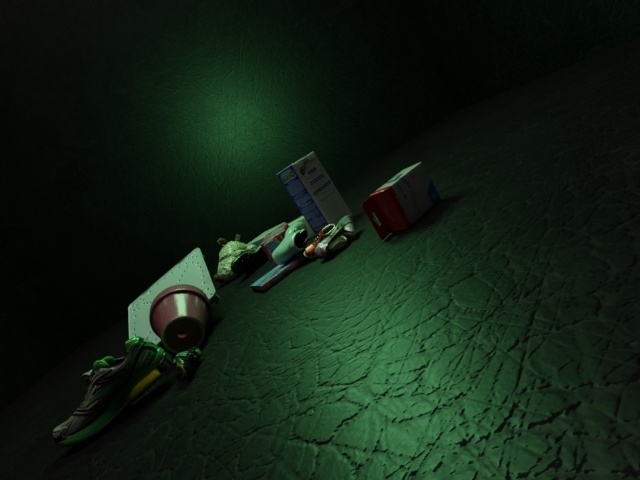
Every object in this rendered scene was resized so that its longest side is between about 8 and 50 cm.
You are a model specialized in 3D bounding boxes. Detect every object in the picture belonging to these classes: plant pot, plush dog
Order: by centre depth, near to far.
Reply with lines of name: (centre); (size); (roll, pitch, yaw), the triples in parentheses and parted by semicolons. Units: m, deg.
plant pot: (-0.451, 0.267, 1.315); (0.201, 0.201, 0.180); (-33, 26, -10)
plush dog: (-0.472, 0.115, 2.144); (0.262, 0.210, 0.225); (-30, 36, 18)

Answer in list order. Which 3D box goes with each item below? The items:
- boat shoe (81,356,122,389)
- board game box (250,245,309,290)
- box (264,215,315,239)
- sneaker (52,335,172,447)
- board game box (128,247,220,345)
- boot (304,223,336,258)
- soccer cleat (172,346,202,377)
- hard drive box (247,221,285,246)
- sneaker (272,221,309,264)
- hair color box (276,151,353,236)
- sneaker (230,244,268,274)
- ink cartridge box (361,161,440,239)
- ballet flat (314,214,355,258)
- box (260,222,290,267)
boat shoe: (-0.637, 0.434, 1.270); (0.302, 0.113, 0.103); (-12, 18, 34)
board game box: (-0.134, 0.103, 1.560); (0.281, 0.027, 0.145); (-36, 10, -25)
box: (-0.135, -0.032, 1.978); (0.275, 0.113, 0.094); (-25, 11, 27)
sneaker: (-0.571, 0.395, 1.076); (0.343, 0.146, 0.134); (-44, 11, -9)
board game box: (-0.584, 0.248, 1.584); (0.390, 0.050, 0.390); (-41, 36, -3)
boot: (0.000, 0.000, 1.462); (0.157, 0.085, 0.059); (-35, 52, -6)
soccer cleat: (-0.357, 0.322, 1.090); (0.072, 0.060, 0.179); (-34, 7, -21)
hard drive box: (-0.313, -0.004, 2.425); (0.232, 0.089, 0.181); (-22, 14, 46)
sneaker: (-0.078, -0.012, 1.594); (0.151, 0.094, 0.256); (-32, 17, 36)
hair color box: (-0.019, -0.193, 1.742); (0.110, 0.339, 0.185); (-22, 14, 40)
sneaker: (-0.367, 0.101, 2.006); (0.124, 0.107, 0.283); (-8, 12, 31)
ink cartridge box: (0.241, -0.117, 1.196); (0.231, 0.134, 0.078); (-39, 13, -31)
ballet flat: (0.071, -0.010, 1.403); (0.079, 0.077, 0.221); (7, 41, 45)
box: (-0.174, 0.018, 1.801); (0.122, 0.128, 0.257); (-31, 10, 4)
